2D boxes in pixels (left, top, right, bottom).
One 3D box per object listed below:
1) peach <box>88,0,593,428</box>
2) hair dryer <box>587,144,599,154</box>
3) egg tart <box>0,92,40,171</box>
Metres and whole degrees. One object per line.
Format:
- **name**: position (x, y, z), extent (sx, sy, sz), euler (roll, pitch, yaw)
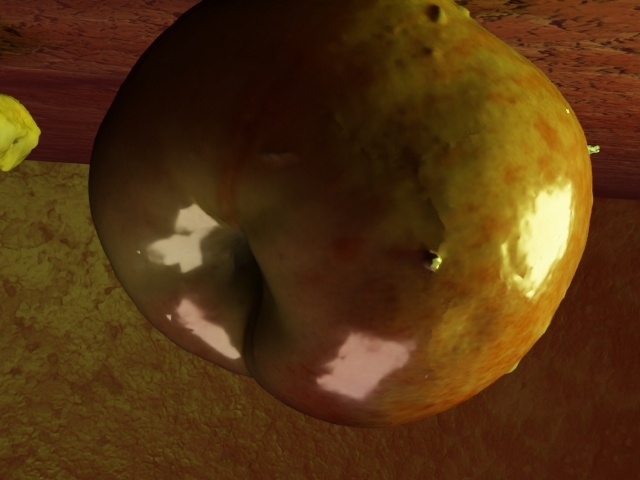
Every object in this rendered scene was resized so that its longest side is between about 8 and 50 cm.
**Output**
- **peach**: position (0.020, -0.032, 0.602), extent (0.232, 0.232, 0.232), euler (3, 180, 0)
- **hair dryer**: position (0.193, -0.099, 1.543), extent (0.199, 0.067, 0.167), euler (-13, -166, -17)
- **egg tart**: position (-0.402, -0.050, 0.838), extent (0.443, 0.178, 0.443), euler (5, -179, 0)
